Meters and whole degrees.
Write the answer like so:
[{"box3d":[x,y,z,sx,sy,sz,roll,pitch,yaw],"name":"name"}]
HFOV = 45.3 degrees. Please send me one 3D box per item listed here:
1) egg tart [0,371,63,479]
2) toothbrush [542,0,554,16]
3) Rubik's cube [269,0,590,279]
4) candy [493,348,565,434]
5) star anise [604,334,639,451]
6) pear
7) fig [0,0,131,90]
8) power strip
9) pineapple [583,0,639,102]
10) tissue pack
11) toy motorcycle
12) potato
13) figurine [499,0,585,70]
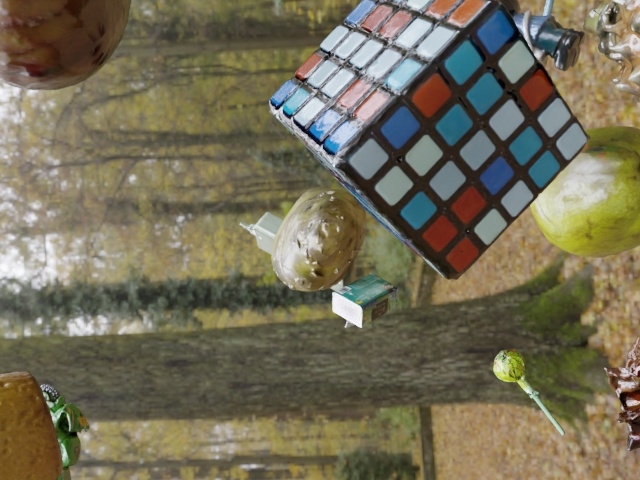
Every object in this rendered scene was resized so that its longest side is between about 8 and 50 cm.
[{"box3d":[-0.423,0.252,0.980,0.202,0.147,0.203,38,137,47],"name":"egg tart"},{"box3d":[0.467,-0.433,1.604,0.019,0.025,0.276,-111,30,-73],"name":"toothbrush"},{"box3d":[0.093,-0.108,0.700,0.182,0.187,0.184,42,-179,-35],"name":"Rubik's cube"},{"box3d":[0.402,0.290,1.457,0.194,0.062,0.058,51,-157,4],"name":"candy"},{"box3d":[0.592,0.297,1.257,0.148,0.237,0.347,-47,56,41],"name":"star anise"},{"box3d":[0.538,-0.094,1.480,0.321,0.269,0.269,144,125,-74],"name":"pear"},{"box3d":[-0.307,-0.281,0.817,0.235,0.214,0.235,56,-159,-33],"name":"fig"},{"box3d":[-0.055,0.016,1.643,0.053,0.288,0.093,-50,-25,-26],"name":"power strip"},{"box3d":[0.289,-0.157,0.567,0.166,0.193,0.166,-22,-61,-46],"name":"pineapple"},{"box3d":[0.093,0.132,1.584,0.111,0.085,0.079,-25,-53,-37],"name":"tissue pack"},{"box3d":[-0.399,0.312,1.143,0.074,0.106,0.190,51,-140,-71],"name":"toy motorcycle"},{"box3d":[0.000,0.000,1.298,0.192,0.141,0.296,-60,4,-4],"name":"potato"},{"box3d":[0.210,-0.234,0.840,0.086,0.149,0.087,-33,-40,-44],"name":"figurine"}]
